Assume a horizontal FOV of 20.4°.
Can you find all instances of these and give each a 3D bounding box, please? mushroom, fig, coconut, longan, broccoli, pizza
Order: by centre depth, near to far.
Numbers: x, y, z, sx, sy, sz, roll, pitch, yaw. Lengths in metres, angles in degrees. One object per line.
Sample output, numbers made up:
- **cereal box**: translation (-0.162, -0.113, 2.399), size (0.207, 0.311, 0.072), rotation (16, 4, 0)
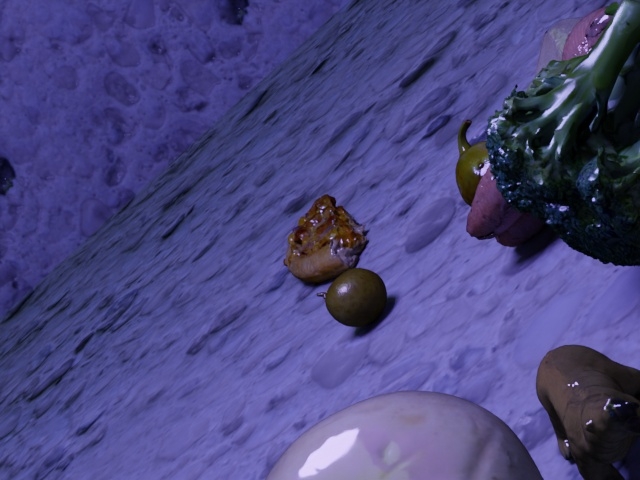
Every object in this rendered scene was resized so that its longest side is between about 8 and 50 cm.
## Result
- **mushroom**: translation (0.066, 0.234, 1.321), size (0.246, 0.202, 0.246), rotation (-10, 66, 22)
- **broccoli**: translation (0.284, -0.103, 1.565), size (0.265, 0.294, 0.245), rotation (55, 138, 46)
- **coconut**: translation (0.300, -0.199, 2.008), size (0.116, 0.122, 0.116), rotation (-40, 15, 13)
- **fig**: translation (0.187, -0.081, 2.030), size (0.082, 0.098, 0.084), rotation (-27, -33, -34)
- **longan**: translation (0.035, 0.065, 2.051), size (0.083, 0.075, 0.075), rotation (7, 40, 23)
- **pizza**: translation (-0.001, -0.003, 2.361), size (0.127, 0.058, 0.246), rotation (-39, 18, 14)

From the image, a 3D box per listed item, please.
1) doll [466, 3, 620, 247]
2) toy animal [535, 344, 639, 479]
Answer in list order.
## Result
- **doll**: translation (0.278, -0.096, 1.813), size (0.201, 0.156, 0.303), rotation (2, -54, -54)
- **toy animal**: translation (0.217, 0.134, 1.363), size (0.103, 0.101, 0.218), rotation (-40, 15, 6)
